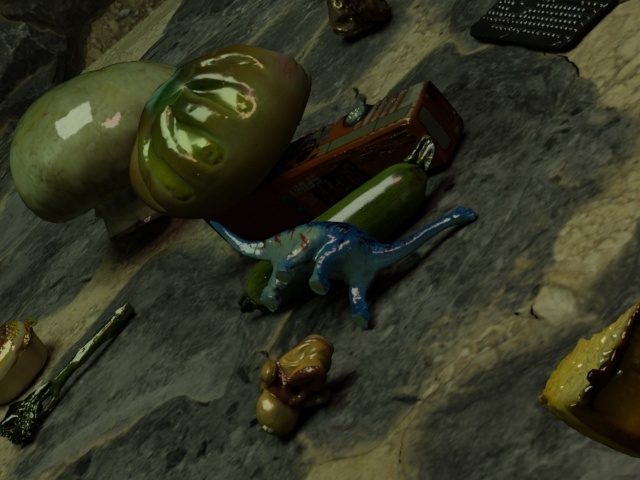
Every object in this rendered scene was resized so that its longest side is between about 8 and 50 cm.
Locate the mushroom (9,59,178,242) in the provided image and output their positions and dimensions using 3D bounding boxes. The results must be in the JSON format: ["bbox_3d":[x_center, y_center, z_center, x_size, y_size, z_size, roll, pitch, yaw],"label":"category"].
[{"bbox_3d":[-0.321,-0.142,2.115,0.352,0.260,0.352,-26,1,1],"label":"mushroom"}]

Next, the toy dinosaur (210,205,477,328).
[{"bbox_3d":[0.002,0.021,1.467,0.329,0.076,0.144,-3,46,25],"label":"toy dinosaur"}]

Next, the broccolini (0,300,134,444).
[{"bbox_3d":[-0.350,0.190,1.880,0.254,0.071,0.057,-44,-20,-19],"label":"broccolini"}]

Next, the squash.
[{"bbox_3d":[0.016,-0.003,1.558,0.318,0.071,0.080,-39,46,17],"label":"squash"}]

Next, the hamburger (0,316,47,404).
[{"bbox_3d":[-0.471,0.177,2.018,0.141,0.081,0.126,-46,23,-5],"label":"hamburger"}]

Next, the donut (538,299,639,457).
[{"bbox_3d":[0.273,0.072,0.928,0.259,0.152,0.101,-48,7,-26],"label":"donut"}]

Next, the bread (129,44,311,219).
[{"bbox_3d":[-0.126,-0.140,1.701,0.260,0.158,0.156,-55,31,-6],"label":"bread"}]

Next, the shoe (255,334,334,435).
[{"bbox_3d":[-0.030,0.148,1.366,0.109,0.072,0.069,-36,18,15],"label":"shoe"}]

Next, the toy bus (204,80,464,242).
[{"bbox_3d":[0.001,-0.089,1.712,0.409,0.093,0.092,-22,32,42],"label":"toy bus"}]

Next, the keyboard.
[{"bbox_3d":[0.277,-0.285,1.706,0.106,0.016,0.262,-45,23,-6],"label":"keyboard"}]

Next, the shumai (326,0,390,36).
[{"bbox_3d":[0.048,-0.380,2.126,0.105,0.123,0.139,-56,37,-4],"label":"shumai"}]
